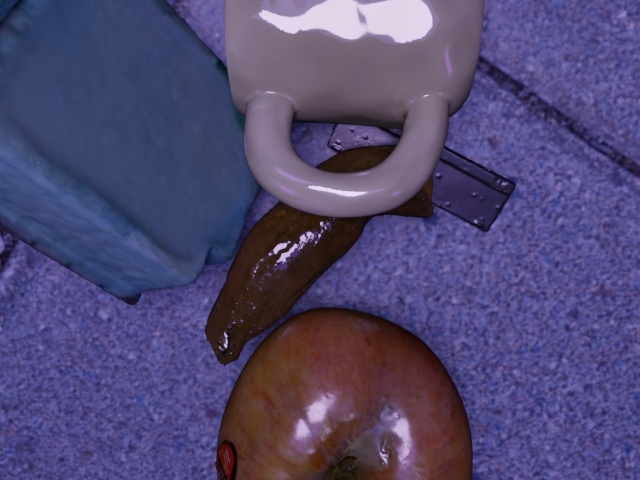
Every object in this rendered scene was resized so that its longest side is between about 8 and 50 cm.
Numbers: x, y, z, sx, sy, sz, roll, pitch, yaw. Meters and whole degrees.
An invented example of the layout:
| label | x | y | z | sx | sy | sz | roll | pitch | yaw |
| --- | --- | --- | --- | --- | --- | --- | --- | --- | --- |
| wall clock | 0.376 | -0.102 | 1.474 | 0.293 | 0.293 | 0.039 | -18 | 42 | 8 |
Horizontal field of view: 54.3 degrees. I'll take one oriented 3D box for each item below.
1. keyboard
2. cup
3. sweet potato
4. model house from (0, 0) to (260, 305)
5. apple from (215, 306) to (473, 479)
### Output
| label | x | y | z | sx | sy | sz | roll | pitch | yaw |
| --- | --- | --- | --- | --- | --- | --- | --- | --- | --- |
| keyboard | 0.104 | -0.079 | 0.646 | 0.196 | 0.018 | 0.060 | 28 | 105 | -2 |
| cup | 0.027 | -0.159 | 0.523 | 0.202 | 0.255 | 0.173 | 3 | 134 | 3 |
| sweet potato | 0.002 | 0.000 | 0.578 | 0.286 | 0.085 | 0.112 | -44 | 105 | -16 |
| model house | -0.238 | -0.082 | 0.573 | 0.249 | 0.229 | 0.280 | -10 | 141 | 33 |
| apple | 0.023 | 0.196 | 0.599 | 0.261 | 0.194 | 0.260 | 0 | 97 | 0 |
